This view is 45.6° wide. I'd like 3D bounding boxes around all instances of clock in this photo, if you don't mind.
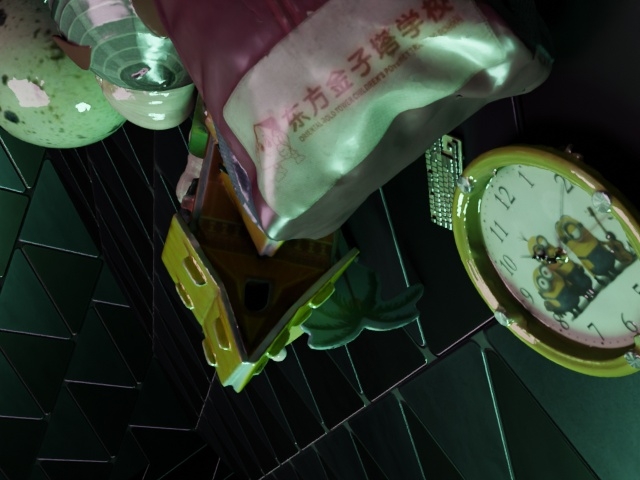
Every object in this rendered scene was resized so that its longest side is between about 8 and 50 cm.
[{"bbox_3d":[0.218,0.013,0.684,0.237,0.057,0.237,43,152,30],"label":"clock"}]

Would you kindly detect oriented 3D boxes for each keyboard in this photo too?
[{"bbox_3d":[0.133,-0.061,0.809,0.049,0.015,0.129,36,150,40],"label":"keyboard"}]

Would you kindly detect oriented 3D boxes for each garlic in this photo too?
[{"bbox_3d":[-0.273,-0.277,1.160,0.228,0.152,0.228,50,155,33],"label":"garlic"}]

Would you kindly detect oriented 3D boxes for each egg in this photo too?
[{"bbox_3d":[-0.475,-0.307,1.372,0.379,0.287,0.287,29,146,35],"label":"egg"}]

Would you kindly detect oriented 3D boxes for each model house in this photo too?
[{"bbox_3d":[0.000,0.000,0.835,0.300,0.340,0.324,128,152,-66],"label":"model house"}]

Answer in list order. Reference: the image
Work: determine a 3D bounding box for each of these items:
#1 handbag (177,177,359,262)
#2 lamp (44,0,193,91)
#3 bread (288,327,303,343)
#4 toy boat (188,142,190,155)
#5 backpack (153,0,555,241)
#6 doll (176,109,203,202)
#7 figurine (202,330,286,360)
[{"bbox_3d":[-0.077,-0.007,1.035,0.175,0.270,0.089,57,134,22],"label":"handbag"},{"bbox_3d":[-0.184,-0.276,0.840,0.265,0.233,0.233,-23,100,46],"label":"lamp"},{"bbox_3d":[-0.070,0.111,1.292,0.106,0.140,0.236,49,156,11],"label":"bread"},{"bbox_3d":[-0.154,-0.099,1.287,0.102,0.088,0.215,-92,-18,-62],"label":"toy boat"},{"bbox_3d":[-0.003,-0.191,0.631,0.317,0.283,0.197,59,-161,13],"label":"backpack"},{"bbox_3d":[-0.157,-0.122,1.141,0.149,0.095,0.192,19,93,46],"label":"doll"},{"bbox_3d":[-0.163,0.214,1.641,0.257,0.182,0.144,88,-175,-62],"label":"figurine"}]
